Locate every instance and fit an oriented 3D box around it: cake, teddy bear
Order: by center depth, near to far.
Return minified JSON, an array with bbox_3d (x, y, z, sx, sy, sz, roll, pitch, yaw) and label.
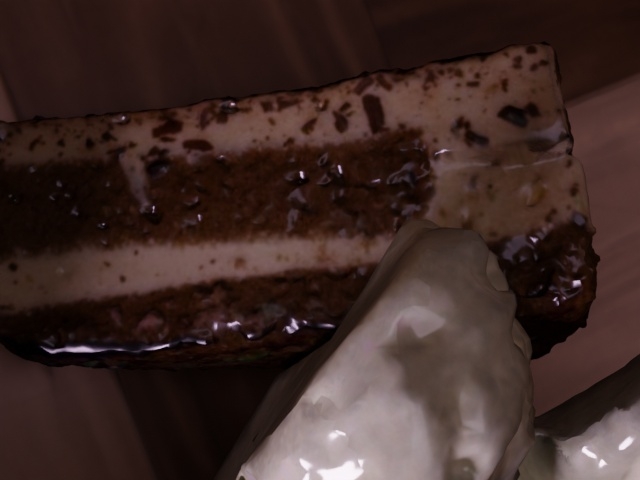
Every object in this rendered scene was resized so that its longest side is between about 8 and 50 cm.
[{"bbox_3d":[0.112,0.181,0.636,0.362,0.375,0.327,31,83,-2],"label":"teddy bear"},{"bbox_3d":[-0.010,0.003,0.748,0.246,0.135,0.112,-8,75,7],"label":"cake"}]
